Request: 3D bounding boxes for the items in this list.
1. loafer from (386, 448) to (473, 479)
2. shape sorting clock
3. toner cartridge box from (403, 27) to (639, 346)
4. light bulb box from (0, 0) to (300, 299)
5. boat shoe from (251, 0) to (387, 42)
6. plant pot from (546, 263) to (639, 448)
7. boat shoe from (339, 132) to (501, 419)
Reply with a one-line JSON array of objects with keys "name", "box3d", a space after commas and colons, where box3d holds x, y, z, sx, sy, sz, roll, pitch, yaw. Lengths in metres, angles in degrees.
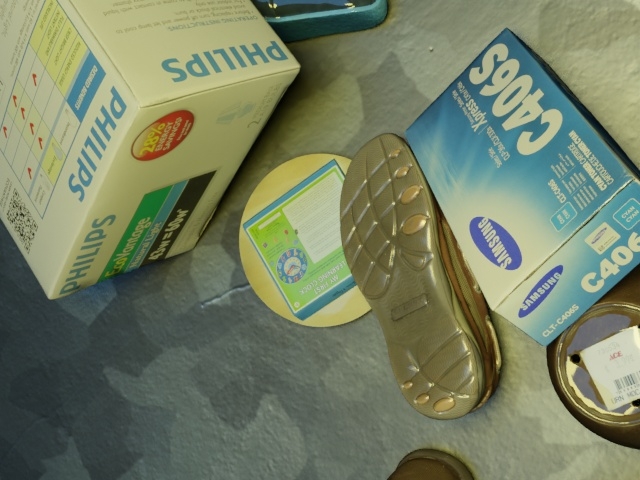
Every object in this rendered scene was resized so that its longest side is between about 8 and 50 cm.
[{"name": "loafer", "box3d": [0.071, 0.414, 1.153, 0.133, 0.130, 0.366, 10, 93, 26]}, {"name": "shape sorting clock", "box3d": [0.000, 0.000, 1.247, 0.206, 0.040, 0.206, -1, 86, 20]}, {"name": "toner cartridge box", "box3d": [0.197, -0.068, 1.018, 0.165, 0.075, 0.348, -47, 28, 18]}, {"name": "light bulb box", "box3d": [-0.264, -0.193, 1.209, 0.361, 0.225, 0.358, 54, 138, 16]}, {"name": "boat shoe", "box3d": [-0.046, -0.291, 1.258, 0.258, 0.109, 0.089, -1, 81, 9]}, {"name": "plant pot", "box3d": [0.304, 0.109, 0.993, 0.215, 0.230, 0.216, -1, 89, 25]}, {"name": "boat shoe", "box3d": [0.113, 0.039, 1.154, 0.123, 0.116, 0.325, -23, 72, 31]}]
